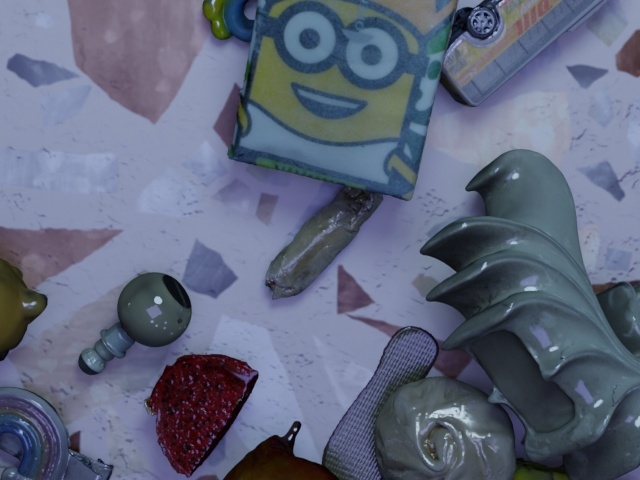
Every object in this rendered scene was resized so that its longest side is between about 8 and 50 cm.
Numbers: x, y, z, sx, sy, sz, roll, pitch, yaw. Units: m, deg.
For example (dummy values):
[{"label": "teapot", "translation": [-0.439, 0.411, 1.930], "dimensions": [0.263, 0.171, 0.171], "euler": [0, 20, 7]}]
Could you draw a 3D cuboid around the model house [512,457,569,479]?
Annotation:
[{"label": "model house", "translation": [0.310, 0.376, 1.608], "dimensions": [0.211, 0.170, 0.194], "euler": [10, 85, -32]}]

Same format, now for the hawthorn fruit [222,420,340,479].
[{"label": "hawthorn fruit", "translation": [-0.040, 0.342, 1.547], "dimensions": [0.208, 0.208, 0.248], "euler": [-4, 77, -3]}]

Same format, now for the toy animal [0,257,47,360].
[{"label": "toy animal", "translation": [-0.462, 0.075, 1.514], "dimensions": [0.281, 0.169, 0.195], "euler": [4, 58, -6]}]

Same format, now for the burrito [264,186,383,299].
[{"label": "burrito", "translation": [0.000, 0.000, 1.596], "dimensions": [0.058, 0.045, 0.188], "euler": [43, 91, 2]}]

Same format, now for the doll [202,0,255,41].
[{"label": "doll", "translation": [0.002, -0.372, 1.555], "dimensions": [0.341, 0.099, 0.346], "euler": [-10, 110, 3]}]

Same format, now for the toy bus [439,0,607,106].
[{"label": "toy bus", "translation": [0.251, -0.279, 1.578], "dimensions": [0.268, 0.092, 0.106], "euler": [-40, 103, -1]}]

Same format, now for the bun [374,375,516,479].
[{"label": "bun", "translation": [0.144, 0.256, 1.560], "dimensions": [0.183, 0.102, 0.183], "euler": [0, 89, 23]}]

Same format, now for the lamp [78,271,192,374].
[{"label": "lamp", "translation": [-0.233, 0.110, 1.574], "dimensions": [0.163, 0.091, 0.091], "euler": [-39, 95, 16]}]

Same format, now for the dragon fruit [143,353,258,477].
[{"label": "dragon fruit", "translation": [-0.149, 0.195, 1.584], "dimensions": [0.106, 0.083, 0.162], "euler": [33, 100, 8]}]

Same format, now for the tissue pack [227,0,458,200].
[{"label": "tissue pack", "translation": [0.032, -0.225, 1.489], "dimensions": [0.228, 0.128, 0.311], "euler": [13, 115, 3]}]

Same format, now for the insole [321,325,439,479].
[{"label": "insole", "translation": [0.072, 0.224, 1.631], "dimensions": [0.086, 0.005, 0.253], "euler": [26, 91, -5]}]

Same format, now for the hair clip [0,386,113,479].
[{"label": "hair clip", "translation": [-0.366, 0.257, 1.587], "dimensions": [0.220, 0.054, 0.140], "euler": [28, 97, -1]}]

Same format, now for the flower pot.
[{"label": "flower pot", "translation": [0.275, 0.089, 1.523], "dimensions": [0.367, 0.164, 0.254], "euler": [49, 53, -2]}]
